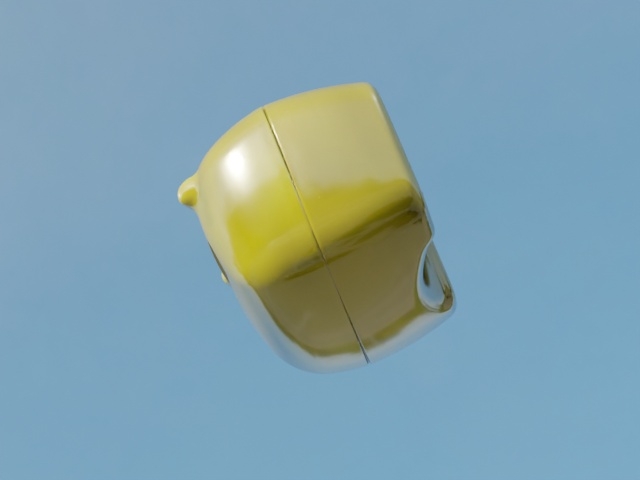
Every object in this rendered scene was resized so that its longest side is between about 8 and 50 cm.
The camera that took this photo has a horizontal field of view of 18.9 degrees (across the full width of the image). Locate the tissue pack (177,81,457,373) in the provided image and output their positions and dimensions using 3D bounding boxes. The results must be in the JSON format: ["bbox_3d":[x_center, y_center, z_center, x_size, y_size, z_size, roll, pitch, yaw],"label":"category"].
[{"bbox_3d":[0.000,0.000,1.098,0.127,0.123,0.178,-25,-27,0],"label":"tissue pack"}]
